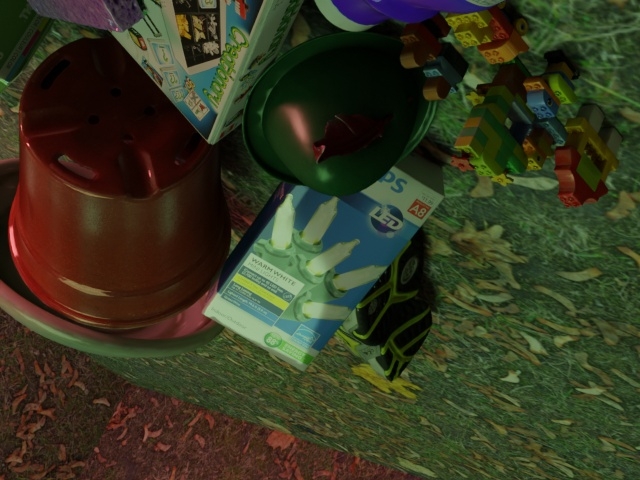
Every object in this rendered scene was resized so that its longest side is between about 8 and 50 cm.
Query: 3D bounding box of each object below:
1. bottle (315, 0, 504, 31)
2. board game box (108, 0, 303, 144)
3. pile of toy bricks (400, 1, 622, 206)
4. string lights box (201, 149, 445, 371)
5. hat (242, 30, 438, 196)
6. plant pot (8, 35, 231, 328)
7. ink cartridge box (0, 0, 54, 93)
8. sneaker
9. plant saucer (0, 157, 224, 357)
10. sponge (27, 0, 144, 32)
[{"bbox_3d":[0.089,-0.200,0.597,0.118,0.092,0.283,38,158,-19],"label":"bottle"},{"bbox_3d":[-0.112,-0.212,0.787,0.193,0.053,0.305,49,159,1],"label":"board game box"},{"bbox_3d":[0.140,-0.095,0.776,0.212,0.105,0.118,40,156,-33],"label":"pile of toy bricks"},{"bbox_3d":[0.000,0.000,1.011,0.133,0.076,0.259,31,118,-11],"label":"string lights box"},{"bbox_3d":[0.032,-0.053,0.792,0.208,0.183,0.173,7,131,-29],"label":"hat"},{"bbox_3d":[-0.222,-0.074,1.091,0.272,0.272,0.265,26,152,1],"label":"plant pot"},{"bbox_3d":[-0.355,-0.219,1.078,0.062,0.109,0.209,34,159,-23],"label":"ink cartridge box"},{"bbox_3d":[0.043,0.058,1.234,0.147,0.145,0.384,30,157,23],"label":"sneaker"},{"bbox_3d":[-0.316,0.041,1.326,0.400,0.100,0.400,25,-154,-13],"label":"plant saucer"},{"bbox_3d":[-0.233,-0.248,0.854,0.210,0.031,0.117,23,145,51],"label":"sponge"}]
